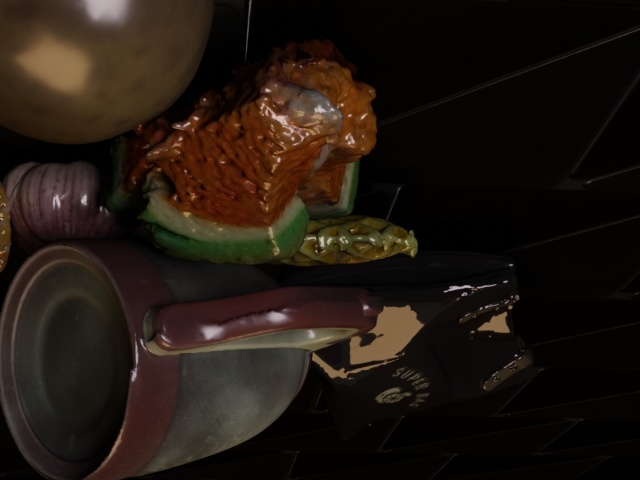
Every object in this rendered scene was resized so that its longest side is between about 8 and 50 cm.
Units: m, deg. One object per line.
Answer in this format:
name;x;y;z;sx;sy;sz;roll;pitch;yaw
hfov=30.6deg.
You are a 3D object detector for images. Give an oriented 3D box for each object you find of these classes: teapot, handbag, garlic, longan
teapot;-0.111;0.102;1.176;0.315;0.233;0.312;-21;166;42
handbag;0.121;0.128;1.471;0.288;0.152;0.342;-13;144;10
garlic;-0.254;-0.022;1.223;0.147;0.102;0.159;-15;154;30
longan;-0.166;-0.159;0.765;0.197;0.196;0.220;-10;151;24

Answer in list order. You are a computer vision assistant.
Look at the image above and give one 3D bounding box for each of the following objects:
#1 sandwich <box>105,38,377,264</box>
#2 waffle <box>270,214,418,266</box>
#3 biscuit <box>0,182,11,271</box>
sandwich;-0.051;-0.061;1.052;0.251;0.162;0.301;2;161;-17
waffle;0.000;0.000;1.282;0.208;0.054;0.214;-3;-179;-12
biscuit;-0.412;-0.015;1.142;0.220;0.219;0.033;8;-166;-19
